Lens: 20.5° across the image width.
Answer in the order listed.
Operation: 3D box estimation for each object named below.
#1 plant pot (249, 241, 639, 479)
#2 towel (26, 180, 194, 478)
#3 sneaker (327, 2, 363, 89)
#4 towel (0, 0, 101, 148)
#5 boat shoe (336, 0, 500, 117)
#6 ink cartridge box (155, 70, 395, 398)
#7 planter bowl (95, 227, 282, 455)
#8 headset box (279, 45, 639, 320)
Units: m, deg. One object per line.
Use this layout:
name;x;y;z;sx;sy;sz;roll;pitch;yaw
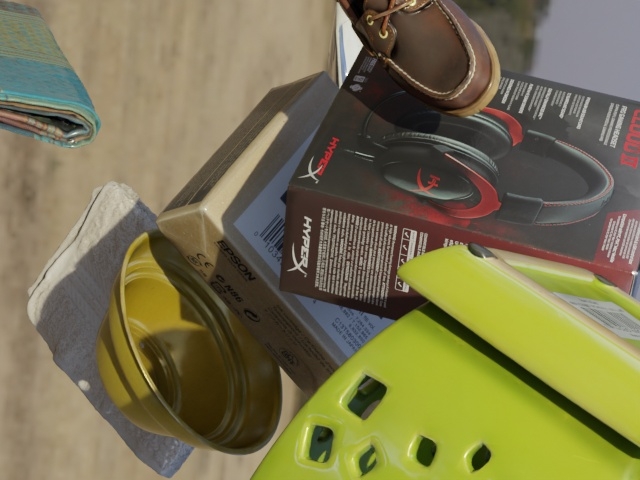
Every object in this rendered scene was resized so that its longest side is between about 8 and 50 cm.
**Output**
plant pot;0.130;0.131;1.032;0.228;0.227;0.207;10;111;-54
towel;-0.188;0.084;1.830;0.049;0.282;0.187;13;117;-55
sneaker;0.114;-0.099;1.802;0.127;0.182;0.315;102;-22;-69
towel;-0.361;-0.180;1.634;0.370;0.271;0.040;-129;-128;-62
boat shoe;0.055;-0.167;1.308;0.073;0.073;0.207;-49;-132;11
ink cartridge box;0.000;0.000;1.565;0.088;0.235;0.193;-15;-149;54
planter bowl;-0.135;0.105;1.580;0.217;0.090;0.217;40;35;-35
headset box;0.141;-0.028;1.369;0.218;0.293;0.110;-63;164;-48
